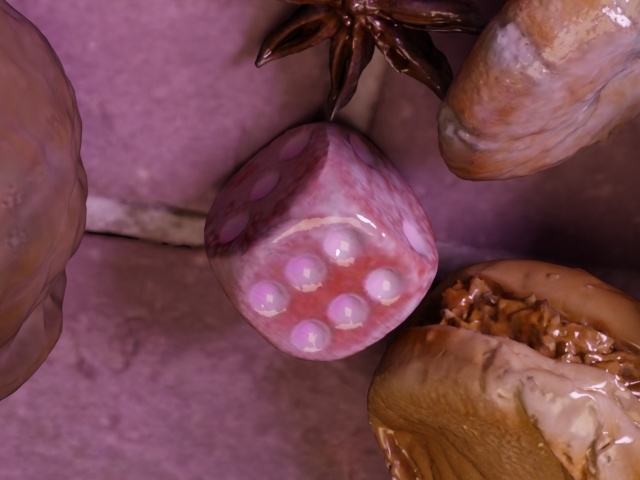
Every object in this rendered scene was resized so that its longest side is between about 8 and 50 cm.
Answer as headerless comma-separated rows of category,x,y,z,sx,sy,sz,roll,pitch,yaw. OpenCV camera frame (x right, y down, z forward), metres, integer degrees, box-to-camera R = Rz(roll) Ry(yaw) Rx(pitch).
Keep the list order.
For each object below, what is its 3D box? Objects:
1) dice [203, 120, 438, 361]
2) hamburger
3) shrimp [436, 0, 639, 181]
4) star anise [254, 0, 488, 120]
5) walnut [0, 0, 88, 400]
dice,0.000,0.000,0.952,0.093,0.091,0.094,-36,120,20
hamburger,0.122,0.109,0.978,0.214,0.108,0.213,26,140,24
shrimp,0.183,-0.136,0.874,0.317,0.077,0.168,-39,161,8
star anise,0.015,-0.120,0.890,0.141,0.042,0.141,11,130,14
walnut,-0.226,-0.017,0.849,0.248,0.248,0.248,-2,124,-2
